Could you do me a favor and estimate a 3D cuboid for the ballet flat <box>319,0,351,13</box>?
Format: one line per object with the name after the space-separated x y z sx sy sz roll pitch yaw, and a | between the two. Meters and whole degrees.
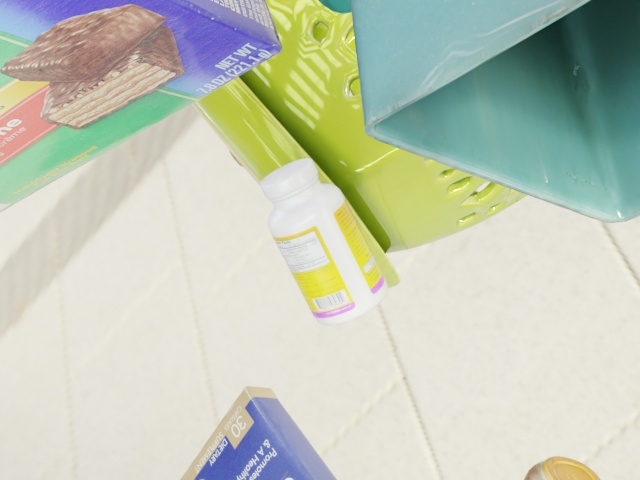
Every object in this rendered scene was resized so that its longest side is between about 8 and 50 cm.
0.024 -0.179 0.851 0.052 0.057 0.168 -49 -3 -10 | ballet flat

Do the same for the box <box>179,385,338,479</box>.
-0.027 0.234 1.097 0.136 0.036 0.225 -55 52 19 | box

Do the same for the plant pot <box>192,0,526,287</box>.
0.032 -0.107 1.085 0.207 0.227 0.228 -40 67 0 | plant pot

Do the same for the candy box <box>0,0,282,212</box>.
-0.210 -0.099 0.623 0.268 0.317 0.122 -27 72 23 | candy box

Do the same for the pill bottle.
0.000 0.000 0.771 0.043 0.083 0.043 -24 17 8 | pill bottle

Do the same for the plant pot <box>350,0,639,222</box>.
0.107 -0.157 0.554 0.165 0.165 0.234 -29 60 35 | plant pot

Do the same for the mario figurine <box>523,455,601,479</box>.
0.121 0.289 0.994 0.198 0.170 0.320 40 111 25 | mario figurine
